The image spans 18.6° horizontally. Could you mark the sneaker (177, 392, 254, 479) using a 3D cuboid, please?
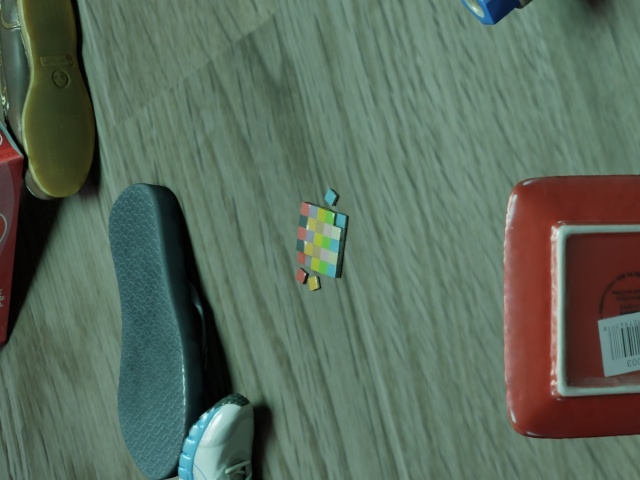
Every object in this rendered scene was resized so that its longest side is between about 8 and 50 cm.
[{"bbox_3d":[-0.073,0.215,1.575,0.083,0.071,0.190,28,117,30],"label":"sneaker"}]

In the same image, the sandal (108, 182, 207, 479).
[{"bbox_3d":[-0.125,0.073,1.630,0.097,0.054,0.254,-24,64,45],"label":"sandal"}]

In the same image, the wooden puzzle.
[{"bbox_3d":[0.000,0.000,1.506,0.049,0.006,0.083,20,108,47],"label":"wooden puzzle"}]

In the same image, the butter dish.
[{"bbox_3d":[0.173,0.038,1.223,0.118,0.160,0.159,-172,81,-72],"label":"butter dish"}]

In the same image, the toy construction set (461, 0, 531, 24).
[{"bbox_3d":[0.074,-0.321,1.261,0.309,0.257,0.237,-57,37,10],"label":"toy construction set"}]

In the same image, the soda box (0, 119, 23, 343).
[{"bbox_3d":[-0.334,-0.002,1.775,0.083,0.092,0.263,53,148,31],"label":"soda box"}]

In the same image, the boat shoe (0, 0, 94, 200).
[{"bbox_3d":[-0.250,-0.133,1.742,0.073,0.073,0.207,-19,71,50],"label":"boat shoe"}]
